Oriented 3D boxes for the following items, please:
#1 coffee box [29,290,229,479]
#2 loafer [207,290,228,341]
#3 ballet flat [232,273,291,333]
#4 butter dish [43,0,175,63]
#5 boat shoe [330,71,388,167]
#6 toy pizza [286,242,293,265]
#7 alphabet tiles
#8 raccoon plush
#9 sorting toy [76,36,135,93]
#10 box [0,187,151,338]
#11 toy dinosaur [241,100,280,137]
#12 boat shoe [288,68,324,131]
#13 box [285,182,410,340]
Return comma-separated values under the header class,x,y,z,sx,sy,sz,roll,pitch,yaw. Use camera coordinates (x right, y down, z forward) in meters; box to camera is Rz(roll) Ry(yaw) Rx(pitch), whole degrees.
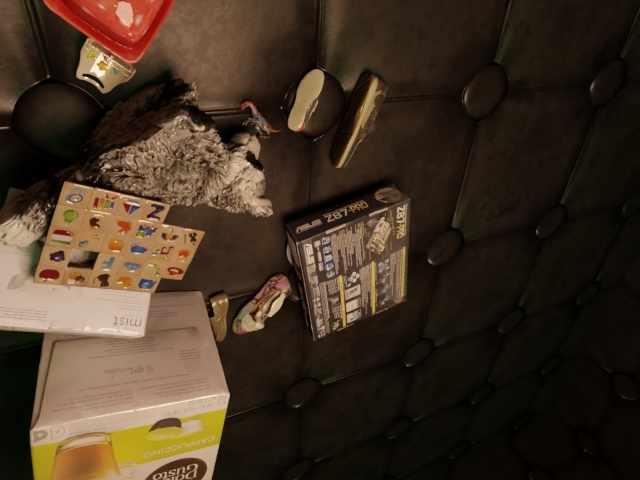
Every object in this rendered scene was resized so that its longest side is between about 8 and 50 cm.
class,x,y,z,sx,sy,sz,roll,pitch,yaw
coffee box,-0.424,0.353,0.955,0.337,0.338,0.335,0,121,-28
loafer,-0.275,0.201,1.126,0.050,0.056,0.148,-1,112,-27
ballet flat,-0.159,0.189,1.161,0.221,0.079,0.076,-48,131,9
butter dish,-0.307,-0.380,0.651,0.159,0.118,0.160,31,91,-40
boat shoe,0.093,-0.267,0.986,0.073,0.080,0.224,11,111,-28
toy pizza,0.000,0.000,1.148,0.201,0.032,0.202,-16,132,-19
alphabet tiles,-0.329,0.010,0.728,0.237,0.009,0.198,12,120,-40
raccoon plush,-0.307,-0.089,0.815,0.446,0.216,0.299,-32,136,-3
sorting toy,-0.378,-0.296,0.736,0.075,0.045,0.083,-45,133,16
box,-0.457,0.057,0.796,0.261,0.126,0.232,14,70,-36
toy dinosaur,-0.135,-0.259,0.907,0.090,0.047,0.082,-42,132,-43
boat shoe,-0.029,-0.301,0.922,0.137,0.049,0.043,-64,169,18
box,0.088,0.071,1.168,0.317,0.097,0.395,-21,133,-13
